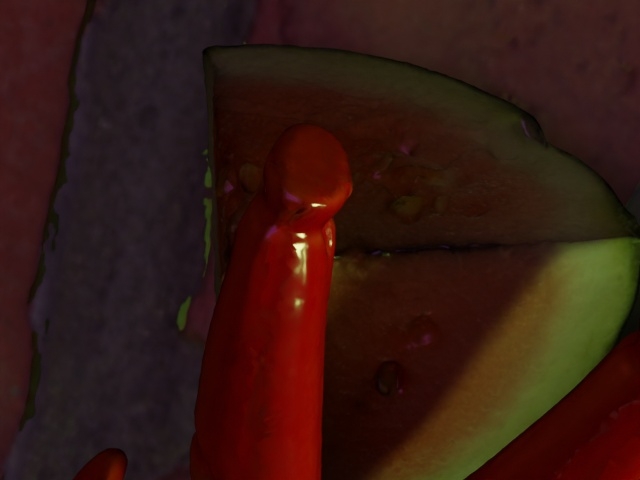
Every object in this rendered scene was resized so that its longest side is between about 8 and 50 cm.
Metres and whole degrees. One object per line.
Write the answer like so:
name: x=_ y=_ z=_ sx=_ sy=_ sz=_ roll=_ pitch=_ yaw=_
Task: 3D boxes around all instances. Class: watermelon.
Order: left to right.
watermelon: x=0.012 y=0.005 z=0.686 sx=0.193 sy=0.145 sz=0.137 roll=-41 pitch=121 yaw=20

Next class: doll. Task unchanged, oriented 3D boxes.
doll: x=-0.016 y=0.151 z=0.643 sx=0.188 sy=0.099 sz=0.384 roll=24 pitch=114 yaw=-7

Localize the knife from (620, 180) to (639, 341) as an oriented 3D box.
knife: x=0.110 y=0.047 z=0.675 sx=0.073 sy=0.040 sz=0.265 roll=36 pitch=102 yaw=27
